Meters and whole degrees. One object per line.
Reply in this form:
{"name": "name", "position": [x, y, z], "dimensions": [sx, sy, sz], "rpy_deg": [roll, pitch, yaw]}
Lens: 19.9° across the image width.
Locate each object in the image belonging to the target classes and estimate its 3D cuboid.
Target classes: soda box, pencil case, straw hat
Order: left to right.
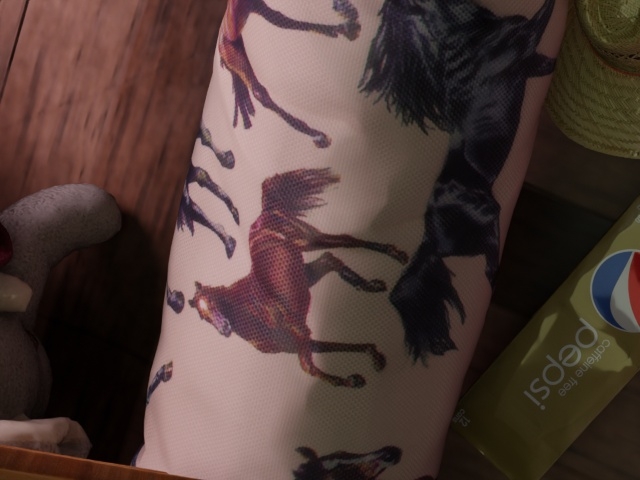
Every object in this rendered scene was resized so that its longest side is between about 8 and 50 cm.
{"name": "pencil case", "position": [0.000, 0.000, 0.883], "dimensions": [0.183, 0.160, 0.410], "rpy_deg": [36, 119, 51]}
{"name": "soda box", "position": [0.143, 0.039, 0.912], "dimensions": [0.058, 0.061, 0.181], "rpy_deg": [41, 111, 7]}
{"name": "straw hat", "position": [0.149, -0.115, 0.852], "dimensions": [0.145, 0.061, 0.144], "rpy_deg": [-7, 74, 26]}

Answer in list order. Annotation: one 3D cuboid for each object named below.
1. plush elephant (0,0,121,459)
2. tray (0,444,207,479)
{"name": "plush elephant", "position": [-0.220, 0.013, 0.955], "dimensions": [0.272, 0.255, 0.330], "rpy_deg": [8, 66, 56]}
{"name": "tray", "position": [-0.248, 0.160, 0.906], "dimensions": [0.411, 0.203, 0.076], "rpy_deg": [-20, 62, 52]}
